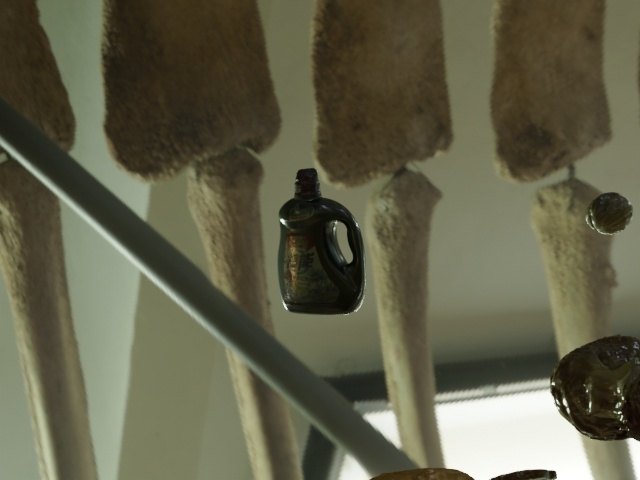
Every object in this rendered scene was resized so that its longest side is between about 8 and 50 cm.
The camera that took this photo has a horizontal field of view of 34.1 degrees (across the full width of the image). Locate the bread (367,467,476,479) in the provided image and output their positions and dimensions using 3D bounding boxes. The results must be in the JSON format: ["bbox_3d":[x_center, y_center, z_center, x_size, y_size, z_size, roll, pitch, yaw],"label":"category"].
[{"bbox_3d":[0.119,0.351,1.217,0.198,0.120,0.236,-10,-37,11],"label":"bread"}]

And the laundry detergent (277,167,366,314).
[{"bbox_3d":[0.000,0.000,1.593,0.078,0.144,0.222,-15,-75,-64],"label":"laundry detergent"}]

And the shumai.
[{"bbox_3d":[0.450,0.218,1.530,0.209,0.153,0.162,5,-96,4],"label":"shumai"}]

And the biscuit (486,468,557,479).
[{"bbox_3d":[0.310,0.382,1.668,0.119,0.019,0.130,8,-26,-37],"label":"biscuit"}]

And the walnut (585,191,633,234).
[{"bbox_3d":[0.549,-0.050,1.980,0.092,0.092,0.092,-15,-55,-23],"label":"walnut"}]
